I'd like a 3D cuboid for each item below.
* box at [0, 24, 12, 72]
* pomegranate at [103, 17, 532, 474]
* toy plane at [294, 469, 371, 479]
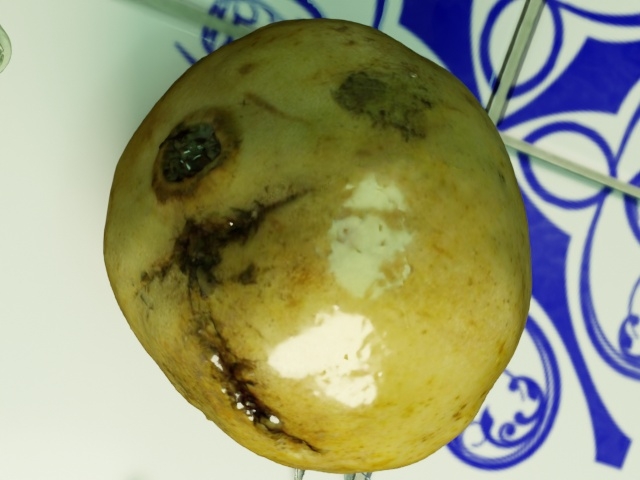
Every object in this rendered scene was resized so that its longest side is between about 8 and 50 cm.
[{"bbox_3d":[-0.320,-0.096,0.736,0.290,0.166,0.220,-44,133,-8],"label":"box"},{"bbox_3d":[0.000,0.000,0.827,0.260,0.260,0.260,-2,98,-17],"label":"pomegranate"},{"bbox_3d":[-0.001,0.133,0.965,0.084,0.024,0.078,38,86,-12],"label":"toy plane"}]
